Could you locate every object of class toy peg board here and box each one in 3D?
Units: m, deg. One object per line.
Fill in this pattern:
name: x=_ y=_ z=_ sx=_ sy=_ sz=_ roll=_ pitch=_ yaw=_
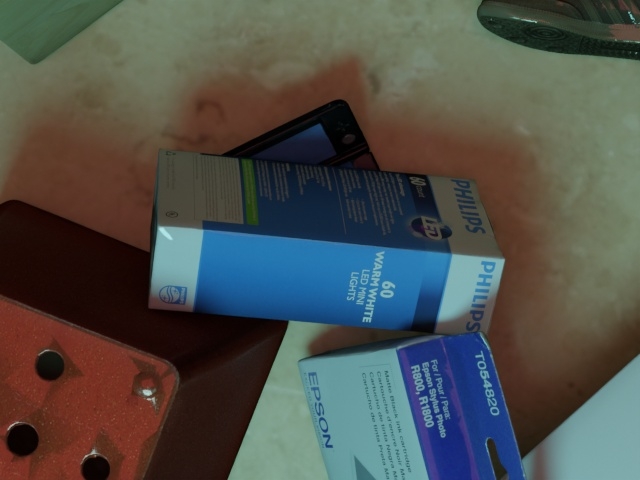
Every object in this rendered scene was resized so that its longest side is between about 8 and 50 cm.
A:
toy peg board: x=-0.215 y=-0.239 z=1.213 sx=0.161 sy=0.160 sz=0.079 roll=-36 pitch=73 yaw=3

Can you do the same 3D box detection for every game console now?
game console: x=-0.011 y=-0.041 z=1.242 sx=0.122 sy=0.107 sz=0.071 roll=-26 pitch=60 yaw=3

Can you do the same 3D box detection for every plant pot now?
plant pot: x=-0.200 y=0.135 z=1.174 sx=0.267 sy=0.236 sz=0.267 roll=21 pitch=92 yaw=3

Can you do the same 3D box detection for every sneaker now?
sneaker: x=0.221 y=-0.191 z=1.234 sx=0.188 sy=0.066 sz=0.071 roll=9 pitch=80 yaw=-4

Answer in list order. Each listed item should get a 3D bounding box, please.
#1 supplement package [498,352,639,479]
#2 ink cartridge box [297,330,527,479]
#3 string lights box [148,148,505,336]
supplement package: x=0.297 y=0.192 z=1.155 sx=0.262 sy=0.145 sz=0.204 roll=-42 pitch=64 yaw=3
ink cartridge box: x=0.076 y=0.186 z=1.172 sx=0.045 sy=0.224 sz=0.223 roll=-15 pitch=89 yaw=-30
string lights box: x=0.000 y=0.000 z=1.177 sx=0.259 sy=0.133 sz=0.077 roll=6 pitch=118 yaw=-8
